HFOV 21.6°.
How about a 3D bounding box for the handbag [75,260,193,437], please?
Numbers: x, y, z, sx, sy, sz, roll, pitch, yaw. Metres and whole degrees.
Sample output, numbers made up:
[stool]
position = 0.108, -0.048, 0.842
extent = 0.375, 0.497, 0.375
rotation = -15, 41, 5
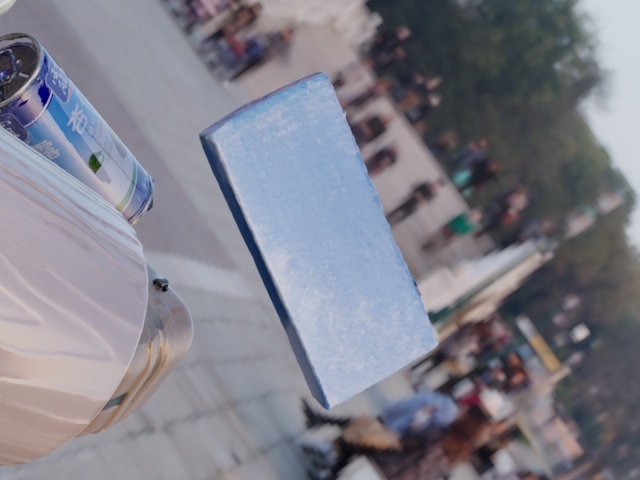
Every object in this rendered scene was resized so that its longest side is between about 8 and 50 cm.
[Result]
[handbag]
position = -0.320, 0.100, 2.008
extent = 0.302, 0.283, 0.149
rotation = 45, 39, 16

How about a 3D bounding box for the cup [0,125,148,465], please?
[cup]
position = -0.273, 0.041, 1.056
extent = 0.273, 0.208, 0.288
rotation = 34, 58, -47

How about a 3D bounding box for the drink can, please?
[drink can]
position = -0.262, -0.102, 1.702
extent = 0.097, 0.097, 0.235
rotation = 58, 2, 42

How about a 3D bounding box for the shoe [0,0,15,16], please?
[shoe]
position = -0.273, -0.232, 1.332
extent = 0.095, 0.110, 0.265
rotation = 31, 31, -13

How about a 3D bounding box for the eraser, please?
[eraser]
position = 0.000, 0.000, 1.669
extent = 0.043, 0.144, 0.311
rotation = 16, -48, 65
